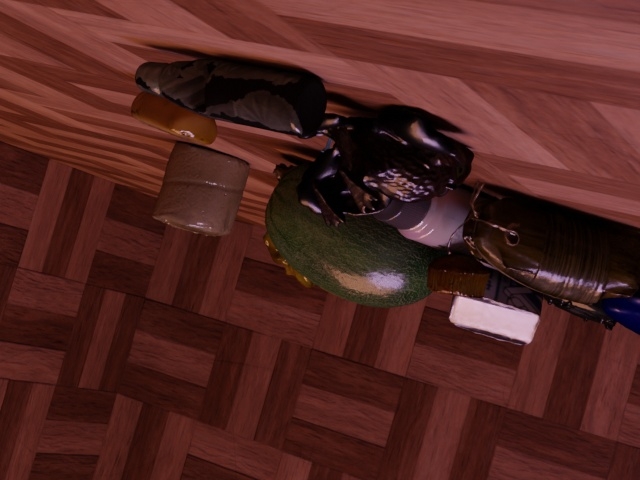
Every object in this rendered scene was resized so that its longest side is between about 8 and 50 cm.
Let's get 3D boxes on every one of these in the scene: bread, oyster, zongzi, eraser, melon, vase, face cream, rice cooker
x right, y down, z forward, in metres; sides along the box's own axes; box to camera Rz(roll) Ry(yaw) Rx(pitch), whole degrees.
[{"bbox_3d":[0.182,0.044,1.692,0.085,0.053,0.085,7,-174,-1],"label":"bread"},{"bbox_3d":[-0.014,-0.090,1.965,0.105,0.056,0.177,23,-176,17],"label":"oyster"},{"bbox_3d":[-0.203,-0.082,2.201,0.134,0.141,0.148,16,178,25],"label":"bread"},{"bbox_3d":[0.275,0.017,1.698,0.247,0.111,0.241,16,169,-8],"label":"zongzi"},{"bbox_3d":[0.262,0.049,1.852,0.124,0.068,0.210,15,-142,5],"label":"eraser"},{"bbox_3d":[0.060,-0.003,1.795,0.287,0.182,0.182,29,179,7],"label":"melon"},{"bbox_3d":[-0.096,-0.145,1.244,0.211,0.060,0.060,13,176,30],"label":"vase"},{"bbox_3d":[-0.172,-0.154,1.533,0.082,0.056,0.115,19,-178,-37],"label":"bread"},{"bbox_3d":[0.166,-0.032,1.691,0.311,0.092,0.092,19,176,-43],"label":"face cream"},{"bbox_3d":[0.443,0.077,2.127,0.165,0.106,0.112,28,171,-12],"label":"rice cooker"}]

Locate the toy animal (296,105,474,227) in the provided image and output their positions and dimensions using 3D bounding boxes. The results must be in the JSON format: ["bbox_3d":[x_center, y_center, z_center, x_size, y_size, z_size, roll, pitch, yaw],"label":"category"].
[{"bbox_3d":[0.074,-0.091,1.321,0.179,0.116,0.218,-15,167,-37],"label":"toy animal"}]

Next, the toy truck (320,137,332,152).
[{"bbox_3d":[0.044,-0.100,1.483,0.073,0.056,0.090,11,-166,-40],"label":"toy truck"}]

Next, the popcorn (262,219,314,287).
[{"bbox_3d":[-0.002,-0.005,2.317,0.155,0.197,0.197,33,-172,37],"label":"popcorn"}]

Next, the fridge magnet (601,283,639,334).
[{"bbox_3d":[0.570,0.113,1.983,0.265,0.113,0.265,14,177,1],"label":"fridge magnet"}]
